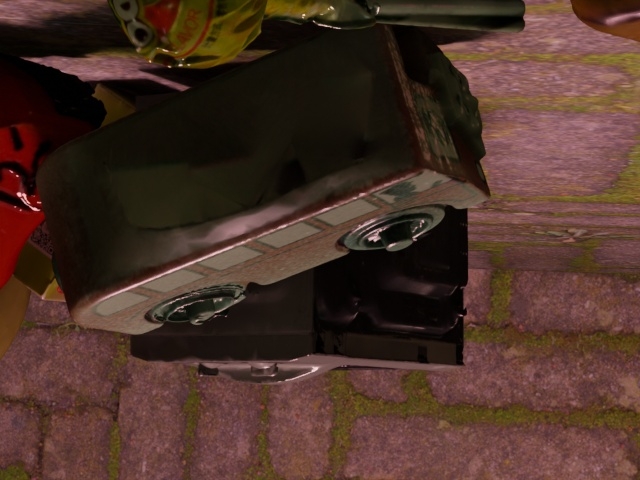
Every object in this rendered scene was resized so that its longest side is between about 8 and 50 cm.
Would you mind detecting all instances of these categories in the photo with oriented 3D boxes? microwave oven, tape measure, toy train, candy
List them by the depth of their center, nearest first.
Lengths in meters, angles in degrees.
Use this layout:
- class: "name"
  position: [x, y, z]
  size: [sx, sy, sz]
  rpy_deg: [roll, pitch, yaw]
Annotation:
- class: "candy"
  position: [0.008, -0.129, 0.805]
  size: [0.262, 0.073, 0.077]
  rpy_deg: [-3, -163, -33]
- class: "toy train"
  position: [-0.051, -0.033, 0.989]
  size: [0.326, 0.129, 0.159]
  rpy_deg: [-21, 162, 18]
- class: "tape measure"
  position: [-0.311, -0.037, 1.040]
  size: [0.260, 0.253, 0.114]
  rpy_deg: [15, -154, -45]
- class: "microwave oven"
  position: [0.000, 0.000, 1.214]
  size: [0.181, 0.237, 0.295]
  rpy_deg: [-2, 173, 28]

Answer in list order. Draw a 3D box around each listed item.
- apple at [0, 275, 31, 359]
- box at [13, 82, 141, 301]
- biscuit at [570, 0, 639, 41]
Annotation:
- class: "apple"
  position: [-0.397, 0.018, 1.281]
  size: [0.292, 0.292, 0.254]
  rpy_deg: [7, 159, -42]
- class: "box"
  position: [-0.149, -0.028, 1.310]
  size: [0.062, 0.175, 0.260]
  rpy_deg: [35, -170, 23]
- class: "biscuit"
  position: [0.248, -0.126, 0.798]
  size: [0.174, 0.039, 0.183]
  rpy_deg: [-5, 172, 41]
